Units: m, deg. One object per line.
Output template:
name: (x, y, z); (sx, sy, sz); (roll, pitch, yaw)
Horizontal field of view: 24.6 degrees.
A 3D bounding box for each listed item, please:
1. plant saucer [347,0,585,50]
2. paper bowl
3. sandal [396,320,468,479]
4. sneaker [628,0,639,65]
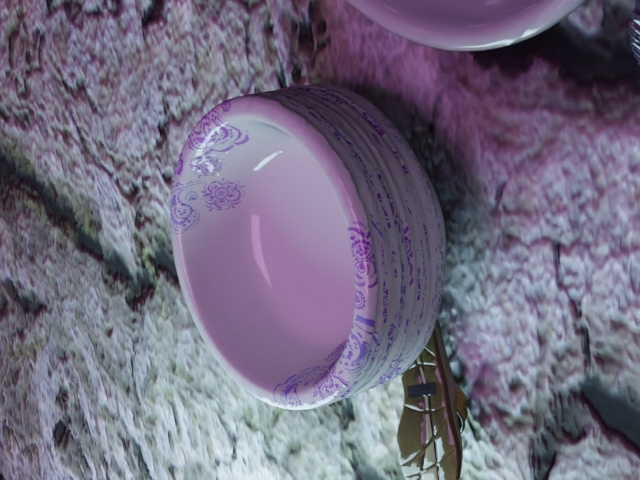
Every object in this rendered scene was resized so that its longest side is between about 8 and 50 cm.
plant saucer: (0.108, -0.346, 1.088); (0.400, 0.100, 0.401); (25, 126, 40)
paper bowl: (0.000, 0.000, 1.332); (0.284, 0.148, 0.284); (20, 117, 45)
sandal: (0.108, 0.152, 1.378); (0.072, 0.049, 0.180); (-8, 87, 45)
sneaker: (0.297, -0.218, 0.876); (0.112, 0.131, 0.319); (47, 147, 10)
